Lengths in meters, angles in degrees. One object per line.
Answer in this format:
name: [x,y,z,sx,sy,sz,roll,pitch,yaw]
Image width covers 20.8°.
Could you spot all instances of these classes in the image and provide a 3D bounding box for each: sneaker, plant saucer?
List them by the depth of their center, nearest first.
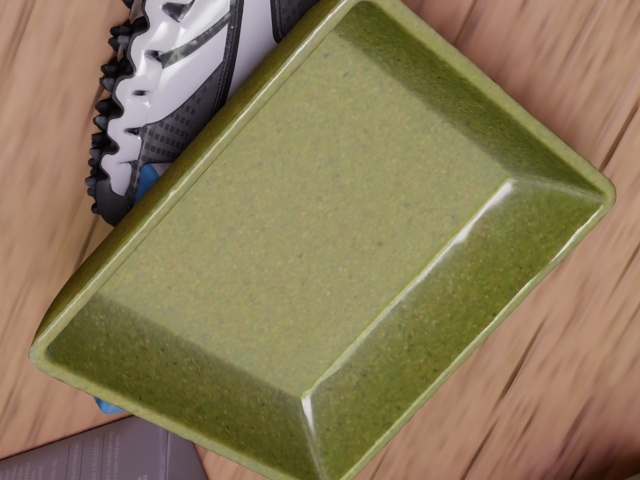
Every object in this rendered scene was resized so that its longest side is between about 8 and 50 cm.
sneaker: [-0.021,-0.096,0.690,0.106,0.078,0.234,18,114,-11]
plant saucer: [0.000,0.000,0.696,0.188,0.045,0.188,-47,136,10]

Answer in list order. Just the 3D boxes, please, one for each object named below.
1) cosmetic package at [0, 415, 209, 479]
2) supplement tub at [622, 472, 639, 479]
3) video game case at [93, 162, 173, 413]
cosmetic package: [-0.159,0.185,0.824,0.238,0.107,0.127,-16,119,7]
supplement tub: [0.070,0.271,0.827,0.338,0.207,0.207,-31,117,13]
video game case: [-0.009,0.017,0.748,0.166,0.015,0.119,-4,126,-30]
